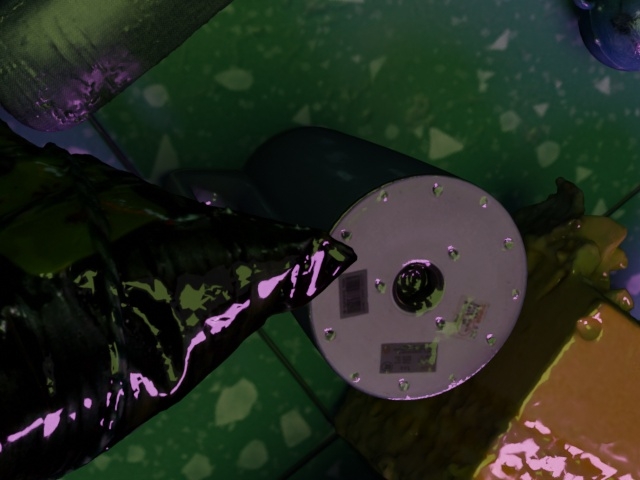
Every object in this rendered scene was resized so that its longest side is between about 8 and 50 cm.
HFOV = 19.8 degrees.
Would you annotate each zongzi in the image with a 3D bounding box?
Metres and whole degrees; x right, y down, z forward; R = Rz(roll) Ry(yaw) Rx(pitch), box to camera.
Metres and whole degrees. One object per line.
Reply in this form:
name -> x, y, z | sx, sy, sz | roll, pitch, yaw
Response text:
zongzi -> -0.232, 0.071, 1.169 | 0.362, 0.383, 0.319 | -31, 116, -42

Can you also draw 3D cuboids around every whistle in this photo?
whistle -> 0.259, -0.167, 1.445 | 0.158, 0.090, 0.090 | 24, 99, -26

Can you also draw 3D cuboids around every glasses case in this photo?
glasses case -> -0.123, -0.191, 1.310 | 0.282, 0.067, 0.109 | -42, 119, -4

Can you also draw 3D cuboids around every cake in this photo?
cake -> 0.197, 0.113, 1.444 | 0.227, 0.222, 0.286 | 34, 90, -28

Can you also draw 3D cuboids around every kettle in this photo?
kettle -> 0.000, 0.000, 1.323 | 0.210, 0.243, 0.160 | -2, 107, -21
